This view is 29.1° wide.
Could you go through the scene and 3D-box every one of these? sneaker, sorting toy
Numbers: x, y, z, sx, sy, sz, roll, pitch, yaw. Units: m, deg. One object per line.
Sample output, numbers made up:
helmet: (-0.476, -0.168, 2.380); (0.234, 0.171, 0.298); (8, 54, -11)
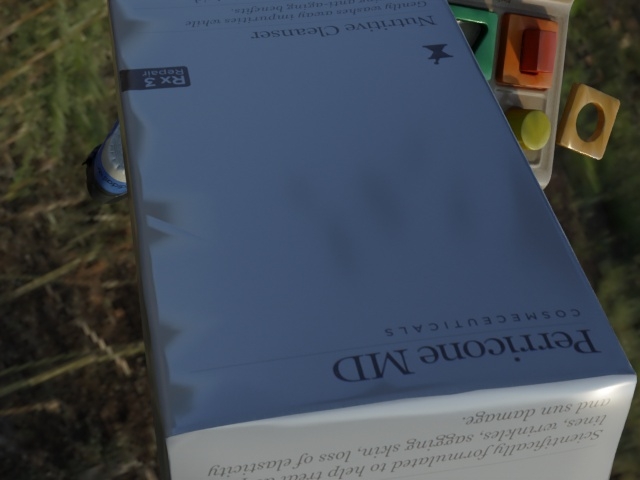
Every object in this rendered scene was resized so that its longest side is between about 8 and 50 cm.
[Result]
sneaker: (-0.173, -0.098, 1.150); (0.058, 0.084, 0.152); (32, 50, -15)
sorting toy: (0.158, -0.137, 1.104); (0.347, 0.047, 0.196); (1, 101, -34)

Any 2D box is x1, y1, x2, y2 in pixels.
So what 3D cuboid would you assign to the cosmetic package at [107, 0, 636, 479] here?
cosmetic package: (0.000, 0.000, 0.693); (0.385, 0.217, 0.156); (-109, -164, -48)
